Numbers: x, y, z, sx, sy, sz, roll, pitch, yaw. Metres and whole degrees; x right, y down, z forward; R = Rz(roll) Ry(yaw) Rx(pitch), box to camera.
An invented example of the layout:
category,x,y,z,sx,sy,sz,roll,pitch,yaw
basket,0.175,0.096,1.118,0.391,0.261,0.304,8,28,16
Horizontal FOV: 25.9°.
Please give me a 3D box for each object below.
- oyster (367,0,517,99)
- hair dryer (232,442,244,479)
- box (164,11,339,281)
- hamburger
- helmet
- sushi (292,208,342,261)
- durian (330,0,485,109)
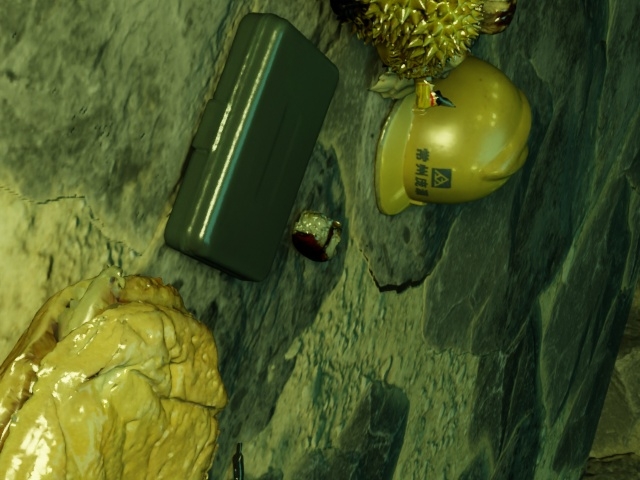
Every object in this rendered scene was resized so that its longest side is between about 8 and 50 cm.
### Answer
category,x,y,z,sx,sy,sz,roll,pitch,yaw
oyster,0.142,-0.234,1.518,0.233,0.107,0.161,118,-3,-60
hair dryer,-0.098,0.259,1.490,0.079,0.031,0.083,-1,93,-56
box,-0.060,-0.082,1.293,0.160,0.050,0.230,31,78,-65
hamburger,-0.185,0.165,1.085,0.283,0.145,0.259,-56,148,-23
helmet,0.181,-0.124,1.691,0.257,0.140,0.205,-51,149,-45
sushi,0.000,0.000,1.487,0.083,0.044,0.046,37,71,-63
durian,0.075,-0.242,1.354,0.138,0.193,0.237,-6,105,-23
